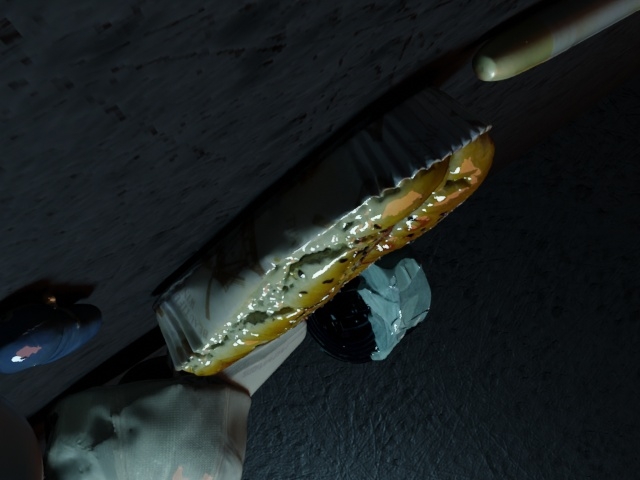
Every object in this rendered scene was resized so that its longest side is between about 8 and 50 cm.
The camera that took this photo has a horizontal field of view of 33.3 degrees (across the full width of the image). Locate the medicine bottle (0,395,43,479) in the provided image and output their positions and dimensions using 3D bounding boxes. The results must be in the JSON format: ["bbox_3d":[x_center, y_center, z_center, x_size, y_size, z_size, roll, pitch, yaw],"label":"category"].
[{"bbox_3d":[-0.194,0.130,0.518,0.086,0.086,0.183,-32,175,-33],"label":"medicine bottle"}]

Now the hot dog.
[{"bbox_3d":[0.000,0.000,0.674,0.268,0.075,0.144,-42,170,37],"label":"hot dog"}]

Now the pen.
[{"bbox_3d":[0.173,-0.150,0.677,0.233,0.032,0.040,-31,151,-38],"label":"pen"}]

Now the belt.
[{"bbox_3d":[0.051,0.069,1.299,0.078,0.151,0.198,-31,172,-38],"label":"belt"}]

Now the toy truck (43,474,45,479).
[{"bbox_3d":[-0.317,0.252,1.113,0.074,0.063,0.136,-52,-172,-27],"label":"toy truck"}]

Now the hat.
[{"bbox_3d":[-0.121,0.160,0.979,0.275,0.161,0.232,-36,-179,-36],"label":"hat"}]

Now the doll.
[{"bbox_3d":[-0.127,0.043,0.498,0.037,0.027,0.125,-35,179,-1],"label":"doll"}]
